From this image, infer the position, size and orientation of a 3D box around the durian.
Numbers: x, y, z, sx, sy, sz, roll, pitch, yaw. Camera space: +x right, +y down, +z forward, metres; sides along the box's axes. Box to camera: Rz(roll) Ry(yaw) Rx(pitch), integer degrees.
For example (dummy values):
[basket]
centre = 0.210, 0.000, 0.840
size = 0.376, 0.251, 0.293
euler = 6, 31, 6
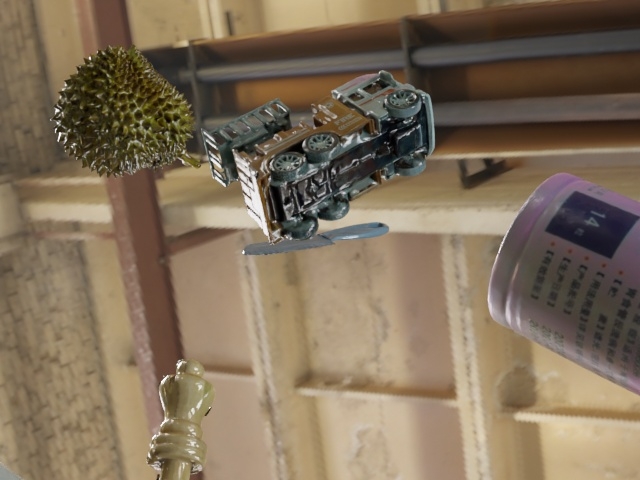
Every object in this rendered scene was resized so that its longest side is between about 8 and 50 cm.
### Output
[durian]
centre = -0.207, -0.117, 1.263
size = 0.146, 0.208, 0.102
euler = -37, -129, 16

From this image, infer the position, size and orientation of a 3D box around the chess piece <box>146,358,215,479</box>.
[chess piece]
centre = -0.119, 0.179, 0.923
size = 0.060, 0.060, 0.172
euler = -25, -132, 41

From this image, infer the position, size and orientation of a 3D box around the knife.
[knife]
centre = 0.000, 0.000, 1.601
size = 0.044, 0.313, 0.019
euler = 26, -66, 38

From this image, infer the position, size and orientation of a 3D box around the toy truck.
[toy truck]
centre = 0.002, -0.084, 0.973
size = 0.115, 0.178, 0.080
euler = 42, -28, 43

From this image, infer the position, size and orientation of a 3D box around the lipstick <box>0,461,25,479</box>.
[lipstick]
centre = -0.249, 0.228, 0.920
size = 0.059, 0.059, 0.264
euler = 13, -29, 35

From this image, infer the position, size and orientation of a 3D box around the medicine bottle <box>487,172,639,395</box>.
[medicine bottle]
centre = 0.287, 0.056, 0.949
size = 0.254, 0.152, 0.152
euler = 26, -61, 29
